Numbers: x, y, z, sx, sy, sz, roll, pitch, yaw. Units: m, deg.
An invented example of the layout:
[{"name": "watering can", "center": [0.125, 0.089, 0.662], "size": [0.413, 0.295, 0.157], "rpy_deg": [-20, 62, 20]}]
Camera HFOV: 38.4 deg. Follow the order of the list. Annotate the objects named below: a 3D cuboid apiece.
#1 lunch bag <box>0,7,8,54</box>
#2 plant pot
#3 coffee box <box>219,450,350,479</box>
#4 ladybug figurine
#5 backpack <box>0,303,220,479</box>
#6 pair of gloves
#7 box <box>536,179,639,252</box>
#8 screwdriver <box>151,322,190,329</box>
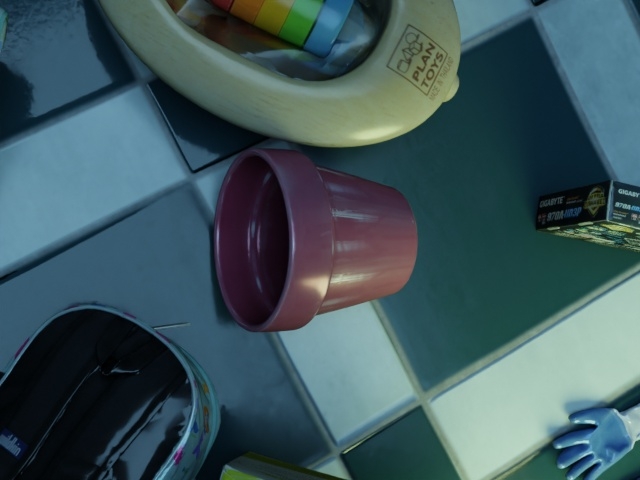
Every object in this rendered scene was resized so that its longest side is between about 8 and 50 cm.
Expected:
[{"name": "lunch bag", "center": [-0.415, -0.109, 0.915], "size": [0.108, 0.224, 0.279], "rpy_deg": [26, 76, -22]}, {"name": "plant pot", "center": [0.000, 0.000, 1.031], "size": [0.180, 0.201, 0.201], "rpy_deg": [0, 87, -29]}, {"name": "coffee box", "center": [0.026, 0.417, 0.891], "size": [0.338, 0.334, 0.337], "rpy_deg": [16, 80, 2]}, {"name": "ladybug figurine", "center": [-0.050, -0.264, 1.036], "size": [0.449, 0.162, 0.305], "rpy_deg": [29, 81, -10]}, {"name": "backpack", "center": [-0.229, 0.202, 0.941], "size": [0.225, 0.191, 0.253], "rpy_deg": [28, 83, 18]}, {"name": "pair of gloves", "center": [0.386, 0.306, 1.187], "size": [0.159, 0.023, 0.198], "rpy_deg": [-18, 91, -13]}, {"name": "box", "center": [0.403, -0.019, 1.127], "size": [0.220, 0.175, 0.051], "rpy_deg": [11, 85, -12]}, {"name": "screwdriver", "center": [-0.233, 0.110, 1.049], "size": [0.170, 0.024, 0.025], "rpy_deg": [-2, 59, -15]}]
